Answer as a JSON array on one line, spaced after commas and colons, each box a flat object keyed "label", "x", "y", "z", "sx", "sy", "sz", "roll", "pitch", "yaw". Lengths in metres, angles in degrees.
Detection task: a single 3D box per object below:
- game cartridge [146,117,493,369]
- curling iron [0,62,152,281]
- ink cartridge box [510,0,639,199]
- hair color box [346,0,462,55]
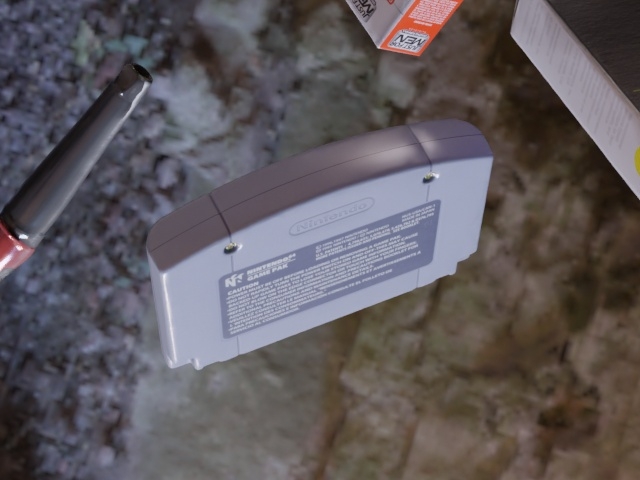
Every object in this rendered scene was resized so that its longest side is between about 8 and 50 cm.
[{"label": "game cartridge", "x": 0.000, "y": 0.000, "z": 1.207, "sx": 0.297, "sy": 0.062, "sz": 0.198, "roll": -19, "pitch": 143, "yaw": -14}, {"label": "curling iron", "x": -0.195, "y": -0.010, "z": 0.853, "sx": 0.274, "sy": 0.068, "sz": 0.035, "roll": -39, "pitch": -166, "yaw": 25}, {"label": "ink cartridge box", "x": 0.339, "y": -0.107, "z": 1.029, "sx": 0.307, "sy": 0.303, "sz": 0.072, "roll": -119, "pitch": -154, "yaw": -43}, {"label": "hair color box", "x": 0.073, "y": -0.194, "z": 0.908, "sx": 0.043, "sy": 0.072, "sz": 0.141, "roll": 4, "pitch": 137, "yaw": -45}]
